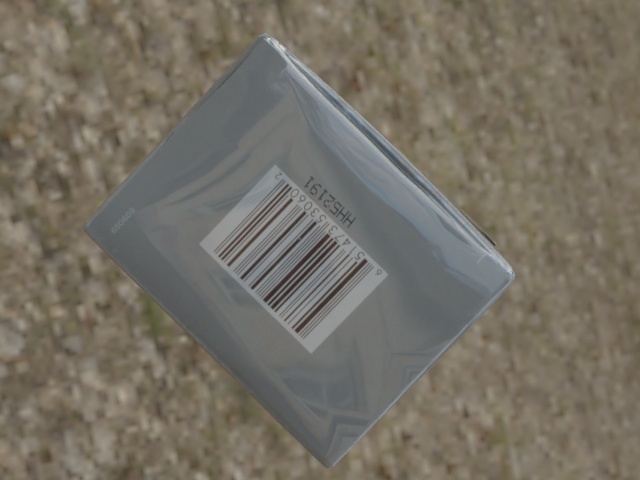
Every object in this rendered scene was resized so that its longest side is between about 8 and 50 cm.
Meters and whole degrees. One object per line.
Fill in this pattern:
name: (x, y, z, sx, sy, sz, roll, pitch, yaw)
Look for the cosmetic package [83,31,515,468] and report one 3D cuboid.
cosmetic package: (0.000, 0.000, 0.713, 0.127, 0.107, 0.238, 43, 7, 0)
